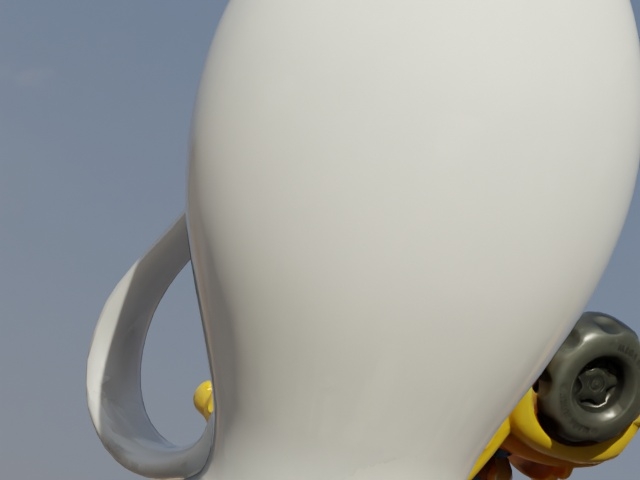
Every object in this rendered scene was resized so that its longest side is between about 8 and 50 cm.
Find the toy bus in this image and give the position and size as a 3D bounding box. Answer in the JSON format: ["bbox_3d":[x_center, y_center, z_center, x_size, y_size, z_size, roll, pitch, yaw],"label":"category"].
[{"bbox_3d":[0.046,0.100,0.970,0.220,0.211,0.149,23,4,-26],"label":"toy bus"}]

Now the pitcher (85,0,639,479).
[{"bbox_3d":[0.000,0.000,0.549,0.177,0.207,0.125,26,19,40],"label":"pitcher"}]
